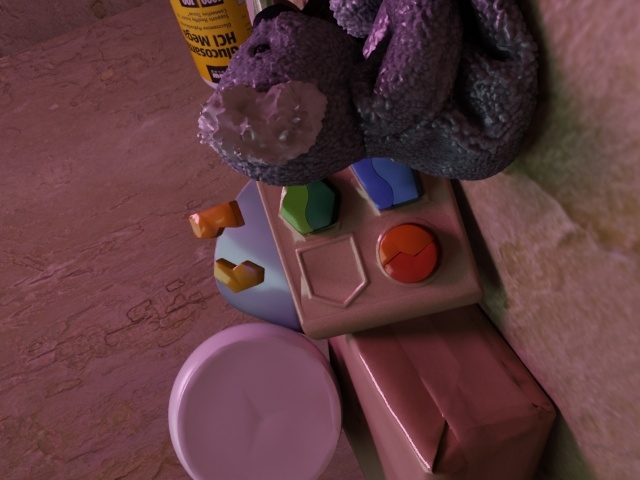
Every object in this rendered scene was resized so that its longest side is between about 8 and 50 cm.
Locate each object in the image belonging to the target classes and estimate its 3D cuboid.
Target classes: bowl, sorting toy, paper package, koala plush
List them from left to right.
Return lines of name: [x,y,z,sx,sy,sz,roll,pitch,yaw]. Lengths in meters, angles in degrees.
sorting toy: [0.000,0.000,0.636,0.229,0.307,0.041,71,-158,-5]
bowl: [0.011,0.023,0.881,0.163,0.311,0.312,35,155,37]
koala plush: [0.018,-0.108,0.419,0.196,0.221,0.203,-148,34,-79]
paper package: [0.133,0.223,0.760,0.310,0.168,0.325,-119,17,-45]

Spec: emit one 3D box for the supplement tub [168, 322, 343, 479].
supplement tub: [-0.098,0.246,0.858,0.331,0.241,0.241,130,116,-77]

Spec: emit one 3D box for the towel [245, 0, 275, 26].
towel: [-0.070,-0.294,0.665,0.248,0.038,0.325,-119,14,-81]

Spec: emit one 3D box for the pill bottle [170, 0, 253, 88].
pill bottle: [-0.176,-0.421,1.134,0.334,0.187,0.188,73,171,-50]

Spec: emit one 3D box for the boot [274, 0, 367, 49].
boot: [-0.008,-0.293,0.783,0.207,0.090,0.249,115,137,-64]
